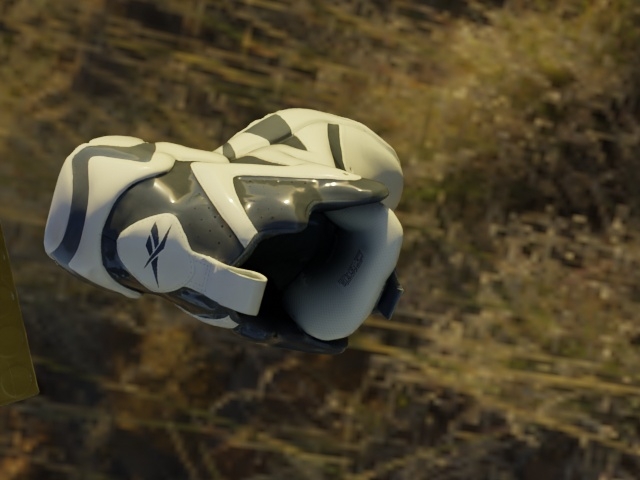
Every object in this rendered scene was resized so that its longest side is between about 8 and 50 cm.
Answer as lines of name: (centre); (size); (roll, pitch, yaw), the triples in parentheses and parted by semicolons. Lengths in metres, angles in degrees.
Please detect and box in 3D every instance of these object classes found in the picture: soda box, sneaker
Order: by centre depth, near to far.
sneaker: (0.000, 0.000, 0.896); (0.153, 0.235, 0.094); (27, 105, 34)
soda box: (-0.254, 0.029, 1.314); (0.058, 0.061, 0.181); (15, 118, 62)
